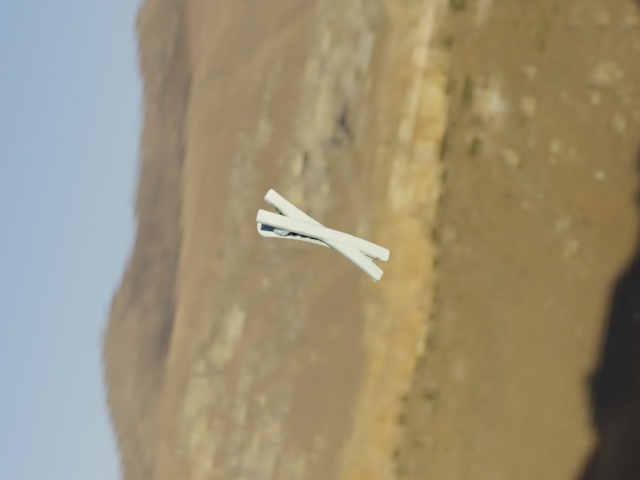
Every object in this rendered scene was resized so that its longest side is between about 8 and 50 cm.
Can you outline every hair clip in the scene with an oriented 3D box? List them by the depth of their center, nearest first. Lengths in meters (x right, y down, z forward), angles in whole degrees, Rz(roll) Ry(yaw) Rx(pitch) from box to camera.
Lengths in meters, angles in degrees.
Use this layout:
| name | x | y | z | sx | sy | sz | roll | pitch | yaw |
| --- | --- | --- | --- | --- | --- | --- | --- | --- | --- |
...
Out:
| name | x | y | z | sx | sy | sz | roll | pitch | yaw |
| --- | --- | --- | --- | --- | --- | --- | --- | --- | --- |
| hair clip | 0.000 | -0.001 | 1.612 | 0.030 | 0.115 | 0.039 | -67 | 6 | -18 |
